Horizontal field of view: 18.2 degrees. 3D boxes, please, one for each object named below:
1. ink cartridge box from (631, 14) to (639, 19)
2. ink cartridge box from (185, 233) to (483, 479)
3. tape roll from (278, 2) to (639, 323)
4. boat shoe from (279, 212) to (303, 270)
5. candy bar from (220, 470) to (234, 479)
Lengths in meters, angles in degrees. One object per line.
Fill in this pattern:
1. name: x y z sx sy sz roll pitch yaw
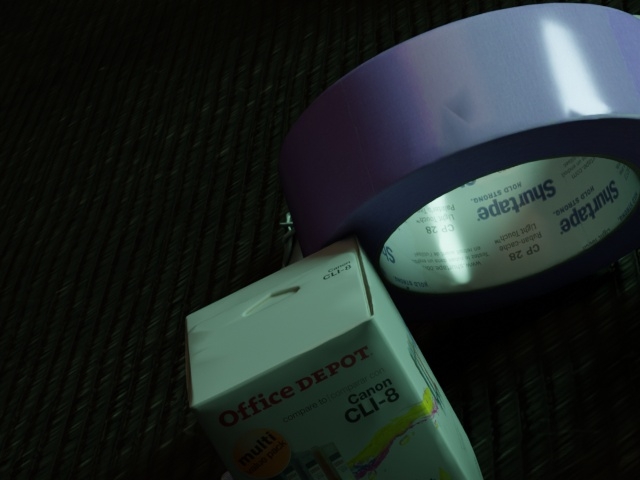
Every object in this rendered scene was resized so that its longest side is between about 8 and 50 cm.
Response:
1. ink cartridge box: 0.235 -0.111 1.538 0.143 0.090 0.092 -25 21 -19
2. ink cartridge box: 0.010 0.113 1.242 0.128 0.176 0.127 -27 22 7
3. tape roll: 0.114 -0.045 1.340 0.274 0.275 0.090 -23 65 15
4. boat shoe: 0.001 -0.001 1.620 0.079 0.081 0.227 -14 26 33
5. candy bar: -0.004 0.141 1.411 0.161 0.018 0.040 -31 19 -1
